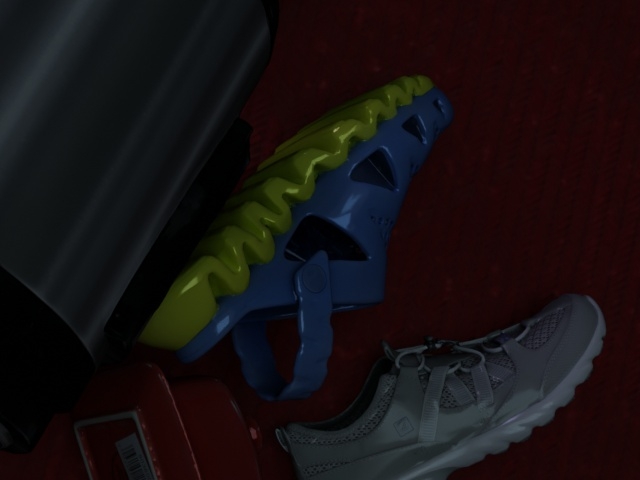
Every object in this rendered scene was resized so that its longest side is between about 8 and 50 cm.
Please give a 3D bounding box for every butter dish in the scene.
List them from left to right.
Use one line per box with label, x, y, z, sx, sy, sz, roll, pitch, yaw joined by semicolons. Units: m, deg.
butter dish;-0.095;0.158;1.010;0.118;0.160;0.160;-17;89;-36

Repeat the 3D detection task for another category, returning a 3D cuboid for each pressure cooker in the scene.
pressure cooker;-0.265;-0.061;0.845;0.375;0.370;0.420;19;68;22

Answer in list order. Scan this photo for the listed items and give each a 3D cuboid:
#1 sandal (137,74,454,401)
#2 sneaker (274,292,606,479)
sandal;0.000;0.000;1.023;0.138;0.126;0.317;49;63;-12
sneaker;0.095;0.114;1.058;0.281;0.105;0.115;-34;93;-12
